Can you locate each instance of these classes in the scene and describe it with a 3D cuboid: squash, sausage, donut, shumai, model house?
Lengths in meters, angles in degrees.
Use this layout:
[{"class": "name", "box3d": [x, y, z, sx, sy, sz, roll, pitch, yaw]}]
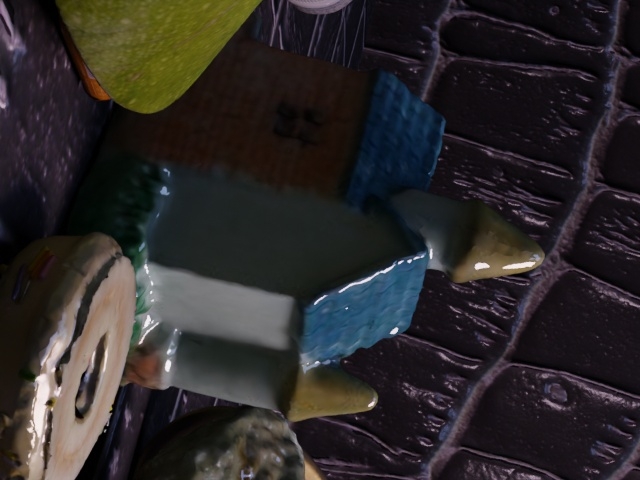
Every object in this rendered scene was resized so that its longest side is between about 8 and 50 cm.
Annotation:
[{"class": "squash", "box3d": [-0.117, -0.147, 0.751, 0.252, 0.169, 0.093, -38, -150, 59]}, {"class": "sausage", "box3d": [-0.136, -0.118, 0.815, 0.107, 0.031, 0.031, 92, 13, -72]}, {"class": "donut", "box3d": [-0.165, 0.073, 0.815, 0.174, 0.068, 0.174, 16, 90, -85]}, {"class": "shumai", "box3d": [-0.078, 0.281, 1.142, 0.260, 0.222, 0.225, -41, 164, -42]}, {"class": "model house", "box3d": [0.000, 0.000, 1.013, 0.194, 0.325, 0.267, 94, 11, -56]}]

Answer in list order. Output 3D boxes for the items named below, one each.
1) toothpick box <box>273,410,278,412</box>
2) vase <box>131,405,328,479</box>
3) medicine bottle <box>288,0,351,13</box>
[{"class": "toothpick box", "box3d": [-0.094, 0.092, 1.231, 0.098, 0.149, 0.098, 13, 90, -86]}, {"class": "vase", "box3d": [-0.098, 0.333, 1.396, 0.241, 0.302, 0.329, -29, 115, -84]}, {"class": "medicine bottle", "box3d": [-0.007, -0.300, 1.454, 0.168, 0.105, 0.105, -38, 142, -84]}]
